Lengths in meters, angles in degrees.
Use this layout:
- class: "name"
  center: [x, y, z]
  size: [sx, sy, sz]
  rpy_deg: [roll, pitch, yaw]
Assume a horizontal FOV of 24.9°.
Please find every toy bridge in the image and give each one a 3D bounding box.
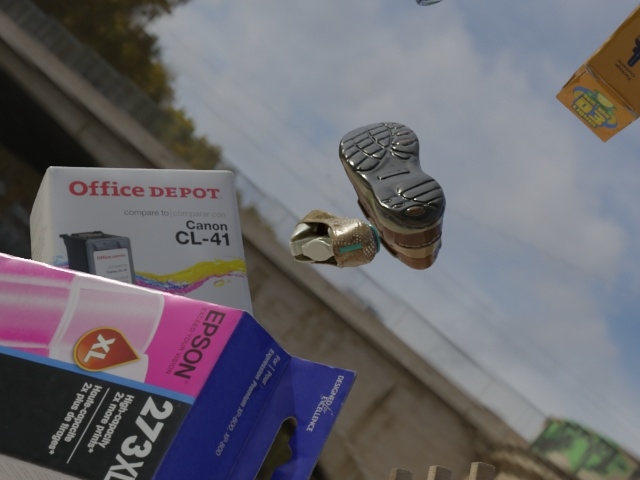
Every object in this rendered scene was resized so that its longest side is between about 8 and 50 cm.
- class: "toy bridge"
  center: [0.134, 0.295, 1.693]
  size: [0.026, 0.063, 0.188]
  rpy_deg: [21, -21, -26]

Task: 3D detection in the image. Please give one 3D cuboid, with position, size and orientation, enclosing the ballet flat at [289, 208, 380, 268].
- class: "ballet flat"
  center: [0.000, 0.000, 1.784]
  size: [0.206, 0.067, 0.073]
  rpy_deg: [-3, -79, 67]

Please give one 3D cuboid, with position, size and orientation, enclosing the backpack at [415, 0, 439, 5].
- class: "backpack"
  center: [0.153, -0.413, 1.724]
  size: [0.273, 0.290, 0.355]
  rpy_deg: [47, -4, -22]

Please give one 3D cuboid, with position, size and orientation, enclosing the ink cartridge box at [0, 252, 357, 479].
- class: "ink cartridge box"
  center: [-0.174, 0.119, 1.144]
  size: [0.371, 0.176, 0.069]
  rpy_deg: [13, -34, 23]

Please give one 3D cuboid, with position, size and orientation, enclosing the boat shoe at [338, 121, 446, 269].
- class: "boat shoe"
  center: [0.103, -0.066, 2.122]
  size: [0.324, 0.122, 0.120]
  rpy_deg: [-106, -174, -59]

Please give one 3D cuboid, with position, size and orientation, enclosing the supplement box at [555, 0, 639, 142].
- class: "supplement box"
  center: [0.342, -0.207, 1.490]
  size: [0.078, 0.233, 0.080]
  rpy_deg: [44, -28, 0]

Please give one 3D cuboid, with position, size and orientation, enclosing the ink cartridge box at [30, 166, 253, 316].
- class: "ink cartridge box"
  center: [-0.196, 0.080, 1.606]
  size: [0.131, 0.226, 0.306]
  rpy_deg: [128, -42, -58]
